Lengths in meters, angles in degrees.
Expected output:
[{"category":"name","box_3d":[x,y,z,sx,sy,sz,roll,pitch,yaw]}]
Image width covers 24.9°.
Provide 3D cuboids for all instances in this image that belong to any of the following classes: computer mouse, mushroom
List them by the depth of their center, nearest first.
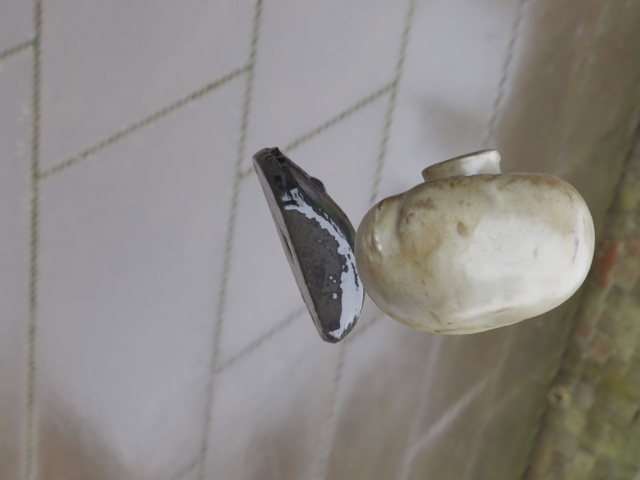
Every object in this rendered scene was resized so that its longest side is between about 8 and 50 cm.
[{"category":"mushroom","box_3d":[0.105,0.000,1.015,0.166,0.127,0.166,-15,169,-3]},{"category":"computer mouse","box_3d":[0.000,0.000,1.739,0.086,0.137,0.269,-24,122,-6]}]
